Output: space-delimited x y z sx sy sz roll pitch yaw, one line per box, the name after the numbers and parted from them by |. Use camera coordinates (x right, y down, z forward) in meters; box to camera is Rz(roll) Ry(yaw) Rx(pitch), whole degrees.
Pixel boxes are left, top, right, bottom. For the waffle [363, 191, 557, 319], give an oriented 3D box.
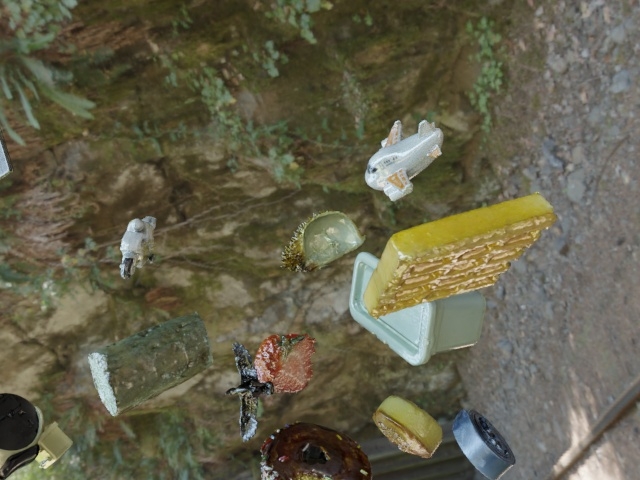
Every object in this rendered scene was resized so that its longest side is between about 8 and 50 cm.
0.183 0.029 0.834 0.248 0.221 0.055 103 150 -65 | waffle

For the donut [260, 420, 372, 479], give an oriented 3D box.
-0.015 0.468 1.185 0.216 0.231 0.095 -118 38 -67 | donut

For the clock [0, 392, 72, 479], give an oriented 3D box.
-0.802 0.544 1.405 0.276 0.120 0.379 46 -153 -8 | clock

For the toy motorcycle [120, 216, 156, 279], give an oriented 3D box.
-0.490 0.002 1.572 0.228 0.074 0.151 -81 1 -64 | toy motorcycle

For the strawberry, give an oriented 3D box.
-0.103 0.306 1.496 0.107 0.175 0.235 35 133 29 | strawberry

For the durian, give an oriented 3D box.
0.000 0.000 1.605 0.139 0.252 0.144 48 144 23 | durian

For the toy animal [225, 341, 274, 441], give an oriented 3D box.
-0.161 0.333 1.296 0.062 0.108 0.220 4 -108 -48 | toy animal

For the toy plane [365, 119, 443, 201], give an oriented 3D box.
0.211 -0.215 1.505 0.117 0.245 0.244 32 -149 -36 | toy plane

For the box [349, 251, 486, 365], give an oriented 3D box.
0.222 0.142 1.335 0.312 0.183 0.175 33 121 59 | box

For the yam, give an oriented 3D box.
-0.259 0.189 0.934 0.107 0.194 0.107 26 127 42 | yam

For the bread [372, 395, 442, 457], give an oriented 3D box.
0.180 0.392 1.244 0.156 0.086 0.125 24 153 39 | bread

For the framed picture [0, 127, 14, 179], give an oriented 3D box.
-0.913 -0.256 1.508 0.016 0.347 0.264 -20 -87 -53 | framed picture

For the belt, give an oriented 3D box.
0.432 0.534 1.551 0.141 0.082 0.190 30 -162 -31 | belt
